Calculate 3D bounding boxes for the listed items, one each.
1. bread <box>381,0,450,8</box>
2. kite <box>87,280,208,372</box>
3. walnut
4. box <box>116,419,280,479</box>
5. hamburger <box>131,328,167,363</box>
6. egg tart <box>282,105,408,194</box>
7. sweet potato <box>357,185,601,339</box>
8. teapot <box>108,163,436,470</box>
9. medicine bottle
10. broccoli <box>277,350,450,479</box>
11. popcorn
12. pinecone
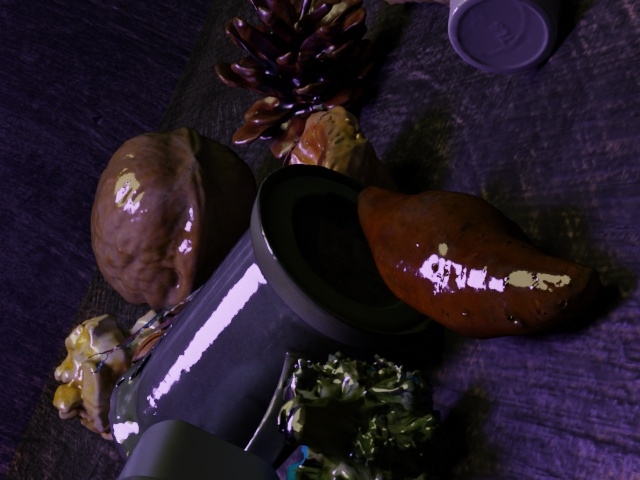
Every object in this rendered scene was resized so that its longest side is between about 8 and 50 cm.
[{"bbox_3d":[0.043,-0.336,1.980,0.315,0.248,0.279,125,165,-48],"label":"bread"},{"bbox_3d":[-0.161,0.075,2.181,0.310,0.015,0.169,-32,7,-3],"label":"kite"},{"bbox_3d":[-0.208,-0.022,2.396,0.283,0.227,0.283,-175,90,-73],"label":"walnut"},{"bbox_3d":[-0.145,0.302,1.410,0.312,0.175,0.182,-61,8,20],"label":"box"},{"bbox_3d":[-0.160,0.156,2.127,0.262,0.131,0.124,-26,43,62],"label":"hamburger"},{"bbox_3d":[0.000,0.000,1.834,0.290,0.115,0.290,-61,14,26],"label":"egg tart"},{"bbox_3d":[0.117,0.020,1.385,0.112,0.112,0.359,-64,32,5],"label":"sweet potato"},{"bbox_3d":[-0.059,0.128,1.600,0.337,0.200,0.270,-50,22,34],"label":"teapot"},{"bbox_3d":[0.177,-0.248,1.618,0.105,0.105,0.168,-52,20,44],"label":"medicine bottle"},{"bbox_3d":[0.021,0.158,1.382,0.154,0.160,0.167,-23,59,37],"label":"broccoli"},{"bbox_3d":[-0.278,0.190,2.374,0.167,0.187,0.185,99,-176,-47],"label":"popcorn"},{"bbox_3d":[-0.032,-0.227,2.160,0.201,0.202,0.229,82,-162,-50],"label":"pinecone"}]
